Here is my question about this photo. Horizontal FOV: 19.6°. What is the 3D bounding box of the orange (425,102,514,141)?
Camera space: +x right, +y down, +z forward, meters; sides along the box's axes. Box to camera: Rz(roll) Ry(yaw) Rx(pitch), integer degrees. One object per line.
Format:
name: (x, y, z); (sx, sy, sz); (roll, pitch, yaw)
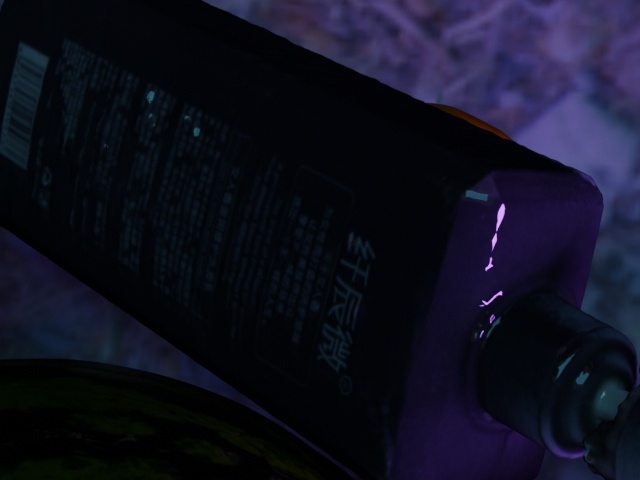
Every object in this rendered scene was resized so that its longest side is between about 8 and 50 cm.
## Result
orange: (0.037, -0.005, 0.622); (0.084, 0.083, 0.083); (-3, 70, 7)

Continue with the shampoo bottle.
shampoo bottle: (0.000, 0.001, 0.549); (0.309, 0.071, 0.098); (30, 112, 45)

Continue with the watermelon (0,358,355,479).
watermelon: (-0.079, 0.169, 0.472); (0.285, 0.285, 0.285); (-3, 70, 7)
